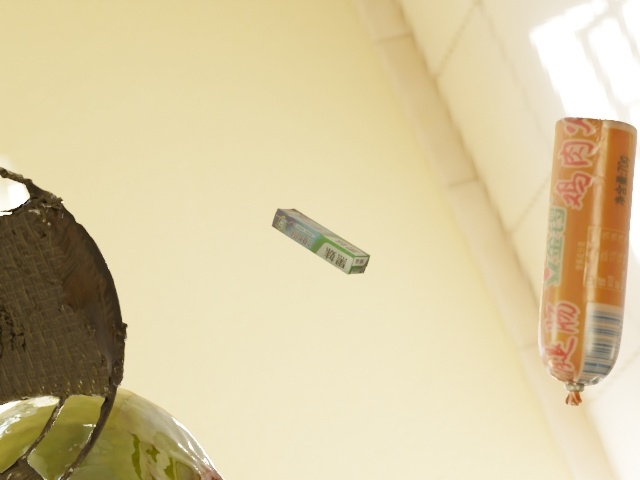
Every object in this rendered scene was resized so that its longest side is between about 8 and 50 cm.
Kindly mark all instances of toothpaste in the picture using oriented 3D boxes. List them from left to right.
[{"bbox_3d":[0.000,0.000,1.335,0.083,0.020,0.017,32,109,35],"label":"toothpaste"}]

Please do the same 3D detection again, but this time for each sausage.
[{"bbox_3d":[0.217,0.019,1.481,0.071,0.071,0.234,162,115,-69],"label":"sausage"}]

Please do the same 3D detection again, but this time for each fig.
[{"bbox_3d":[-0.204,0.270,1.336,0.258,0.326,0.258,47,-173,-8],"label":"fig"}]

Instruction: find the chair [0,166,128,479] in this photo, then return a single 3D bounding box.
[{"bbox_3d":[-0.209,0.060,0.834,0.149,0.213,0.174,-61,-44,-69],"label":"chair"}]
